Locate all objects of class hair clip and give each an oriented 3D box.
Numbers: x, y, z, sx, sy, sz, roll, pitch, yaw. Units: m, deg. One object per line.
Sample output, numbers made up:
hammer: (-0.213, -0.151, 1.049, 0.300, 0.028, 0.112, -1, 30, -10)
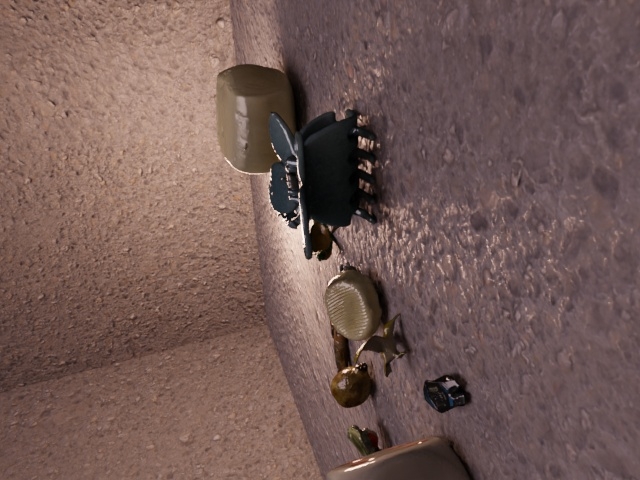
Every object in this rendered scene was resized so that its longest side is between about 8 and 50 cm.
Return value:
hair clip: (0.201, 0.768, 1.682, 0.322, 0.091, 0.138, 67, 157, -3)
hair clip: (0.008, -0.182, 1.341, 0.392, 0.238, 0.319, -128, 30, -59)

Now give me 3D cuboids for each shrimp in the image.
shrimp: (0.069, 0.415, 1.961, 0.169, 0.058, 0.296, -131, 35, -75)

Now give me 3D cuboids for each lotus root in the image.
lotus root: (0.110, 0.494, 1.707, 0.214, 0.138, 0.138, 105, 151, -43)

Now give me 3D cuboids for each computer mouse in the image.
computer mouse: (0.282, 0.338, 1.109, 0.079, 0.047, 0.135, 63, 151, 10)

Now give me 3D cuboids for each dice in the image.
dice: (0.198, 0.660, 1.173, 0.277, 0.304, 0.305, 110, 145, -65)

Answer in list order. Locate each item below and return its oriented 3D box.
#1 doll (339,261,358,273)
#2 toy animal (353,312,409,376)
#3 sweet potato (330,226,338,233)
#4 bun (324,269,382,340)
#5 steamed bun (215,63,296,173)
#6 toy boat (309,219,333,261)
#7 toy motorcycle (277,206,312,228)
doll: (0.102, 0.151, 1.611, 0.104, 0.062, 0.195, -104, 2, -60)
toy animal: (0.195, 0.279, 1.338, 0.095, 0.155, 0.219, 42, -168, 26)
sweet potato: (0.053, -0.140, 1.567, 0.069, 0.059, 0.250, -109, 15, -75)
bun: (0.112, 0.187, 1.496, 0.222, 0.127, 0.223, 18, 117, 39)
steamed bun: (-0.240, -0.492, 1.935, 0.456, 0.289, 0.372, -125, 32, -50)
toy boat: (0.000, 0.000, 1.777, 0.088, 0.088, 0.230, 61, -167, -44)
toy motorcycle: (-0.048, -0.127, 1.716, 0.154, 0.206, 0.260, 43, 172, -14)
